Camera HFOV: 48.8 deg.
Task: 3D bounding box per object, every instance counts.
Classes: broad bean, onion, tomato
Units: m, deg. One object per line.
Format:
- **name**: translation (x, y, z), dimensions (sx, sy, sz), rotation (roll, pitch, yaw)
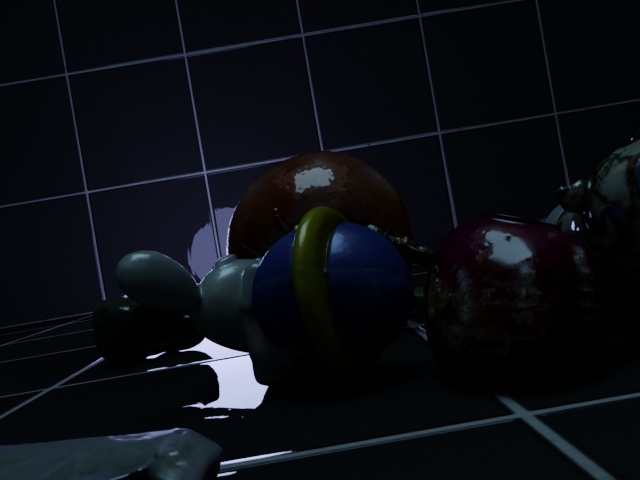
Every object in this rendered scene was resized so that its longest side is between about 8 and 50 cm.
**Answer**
- **broad bean**: translation (0.149, 0.060, 0.798), dimensions (0.144, 0.049, 0.292), rotation (29, -8, 19)
- **onion**: translation (0.184, 0.040, 0.598), dimensions (0.198, 0.135, 0.173), rotation (-6, 5, -17)
- **tomato**: translation (0.000, 0.000, 1.006), dimensions (0.265, 0.265, 0.265), rotation (-10, 0, 0)

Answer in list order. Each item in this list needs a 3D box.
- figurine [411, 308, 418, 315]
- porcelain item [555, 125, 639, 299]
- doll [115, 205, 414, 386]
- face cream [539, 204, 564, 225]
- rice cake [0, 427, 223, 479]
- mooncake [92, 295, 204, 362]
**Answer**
- **figurine**: translation (0.218, 0.069, 1.062), dimensions (0.187, 0.083, 0.083), rotation (-20, -3, 16)
- **porcelain item**: translation (0.315, 0.006, 0.663), dimensions (0.138, 0.186, 0.288), rotation (-41, -15, -4)
- **doll**: translation (-0.014, 0.082, 0.721), dimensions (0.242, 0.160, 0.311), rotation (-22, -22, 13)
- **face cream**: translation (0.446, 0.023, 0.861), dimensions (0.235, 0.137, 0.420), rotation (-8, 10, -37)
- **rice cake**: translation (-0.224, 0.147, 0.388), dimensions (0.365, 0.056, 0.072), rotation (-10, 6, 16)
- **mooncake**: translation (-0.265, 0.133, 1.112), dimensions (0.175, 0.104, 0.168), rotation (-7, -4, -8)
